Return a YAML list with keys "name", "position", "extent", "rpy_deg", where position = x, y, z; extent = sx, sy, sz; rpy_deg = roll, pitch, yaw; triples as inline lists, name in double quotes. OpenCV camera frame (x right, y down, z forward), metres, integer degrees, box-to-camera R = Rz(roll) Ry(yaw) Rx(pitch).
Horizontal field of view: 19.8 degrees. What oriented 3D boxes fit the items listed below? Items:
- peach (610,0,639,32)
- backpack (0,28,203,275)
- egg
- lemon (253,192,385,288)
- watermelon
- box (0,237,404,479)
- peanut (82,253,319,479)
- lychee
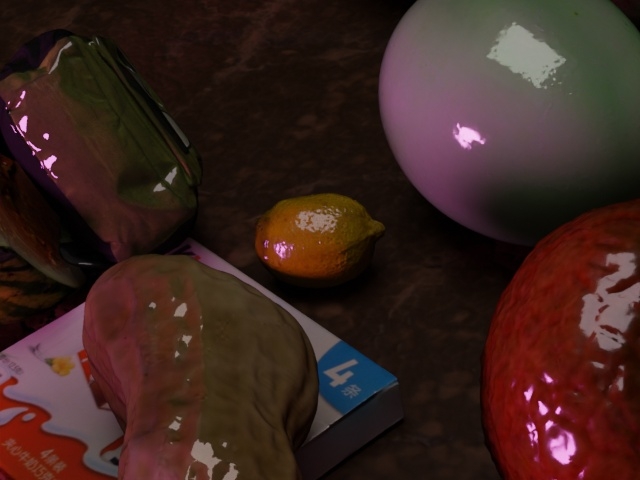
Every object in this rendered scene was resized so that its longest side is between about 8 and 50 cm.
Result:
- name: "peach"
  position: [0.270, -0.205, 1.671]
  extent: [0.152, 0.152, 0.152]
  rpy_deg: [-7, 37, 5]
- name: "backpack"
  position: [-0.188, -0.076, 1.542]
  extent: [0.140, 0.207, 0.253]
  rpy_deg: [-35, 5, 0]
- name: "egg"
  position: [0.166, -0.110, 1.500]
  extent: [0.220, 0.220, 0.269]
  rpy_deg: [-24, 38, -16]
- name: "lemon"
  position: [0.000, 0.000, 1.518]
  extent: [0.111, 0.082, 0.082]
  rpy_deg: [-1, 38, 13]
- name: "watermelon"
  position: [-0.259, -0.006, 1.559]
  extent: [0.128, 0.159, 0.303]
  rpy_deg: [11, 28, -20]
- name: "box"
  position: [-0.121, 0.128, 1.409]
  extent: [0.265, 0.048, 0.273]
  rpy_deg: [-33, 42, -26]
- name: "peanut"
  position: [-0.074, 0.119, 1.256]
  extent: [0.159, 0.143, 0.291]
  rpy_deg: [-22, 42, 2]
- name: "lychee"
  position: [0.222, 0.098, 1.197]
  extent: [0.255, 0.300, 0.255]
  rpy_deg: [5, 71, -15]
